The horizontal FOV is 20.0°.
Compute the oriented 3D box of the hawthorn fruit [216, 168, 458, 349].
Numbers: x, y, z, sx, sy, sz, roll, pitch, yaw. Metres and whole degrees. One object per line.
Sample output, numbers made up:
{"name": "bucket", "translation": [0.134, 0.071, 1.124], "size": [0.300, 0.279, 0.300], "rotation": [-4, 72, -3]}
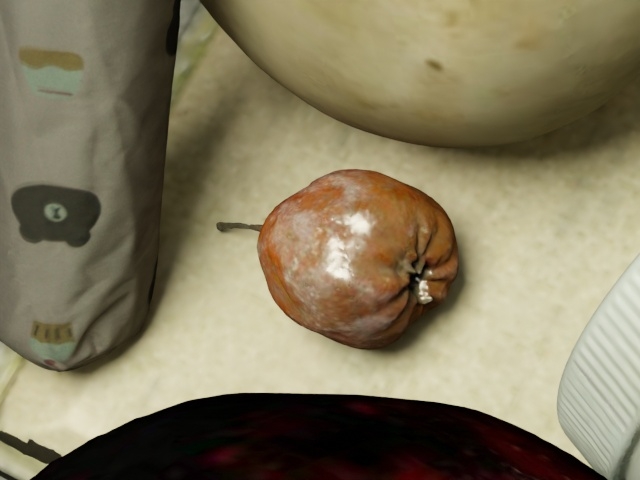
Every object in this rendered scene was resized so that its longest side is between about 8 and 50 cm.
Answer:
{"name": "hawthorn fruit", "translation": [0.000, 0.000, 0.673], "size": [0.103, 0.067, 0.067], "rotation": [26, 76, 36]}

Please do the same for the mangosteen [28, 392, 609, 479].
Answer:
{"name": "mangosteen", "translation": [0.015, 0.183, 0.471], "size": [0.313, 0.297, 0.297], "rotation": [4, 70, 10]}

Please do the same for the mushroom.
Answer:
{"name": "mushroom", "translation": [0.061, -0.197, 0.634], "size": [0.290, 0.292, 0.292], "rotation": [-31, 65, -19]}

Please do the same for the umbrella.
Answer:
{"name": "umbrella", "translation": [-0.082, -0.082, 0.583], "size": [0.073, 0.337, 0.067], "rotation": [28, 49, 16]}

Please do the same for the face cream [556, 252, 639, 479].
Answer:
{"name": "face cream", "translation": [0.201, 0.060, 0.524], "size": [0.201, 0.201, 0.187], "rotation": [-38, 66, -3]}
